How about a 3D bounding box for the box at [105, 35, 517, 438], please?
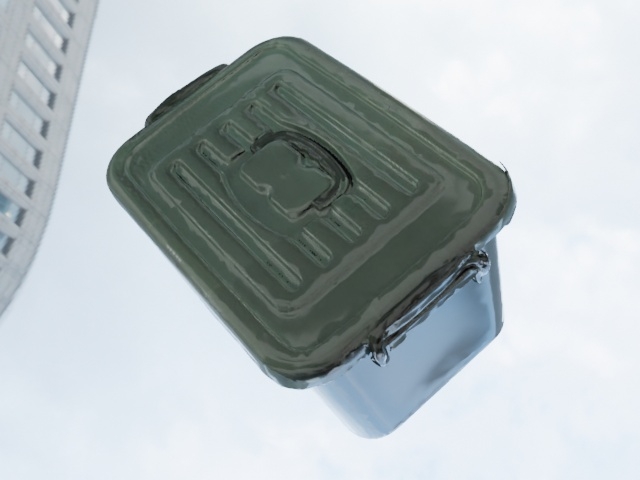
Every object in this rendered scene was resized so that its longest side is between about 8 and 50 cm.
[{"bbox_3d":[0.000,0.000,0.500,0.163,0.135,0.243,-41,-129,-11],"label":"box"}]
